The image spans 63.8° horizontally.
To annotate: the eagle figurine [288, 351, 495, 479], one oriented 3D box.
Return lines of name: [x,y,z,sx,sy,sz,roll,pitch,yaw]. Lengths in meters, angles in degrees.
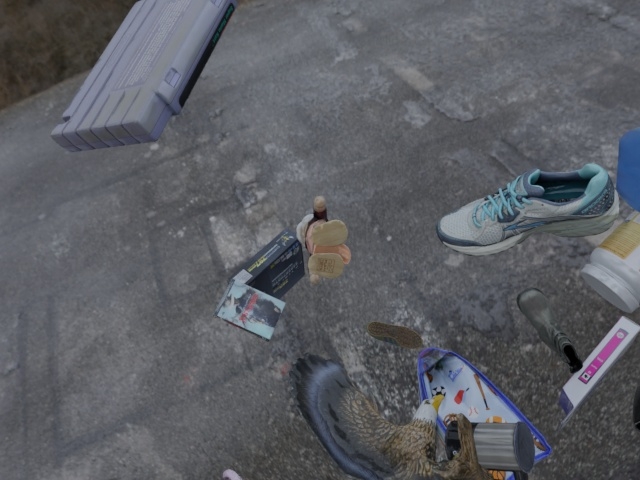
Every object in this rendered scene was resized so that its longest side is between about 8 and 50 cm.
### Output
eagle figurine: [0.099,0.294,0.733,0.298,0.225,0.227,3,94,41]

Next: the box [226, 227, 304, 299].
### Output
box: [-0.143,0.102,1.419,0.059,0.184,0.232,33,59,26]

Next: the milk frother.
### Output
milk frother: [0.325,0.374,0.944,0.134,0.129,0.143,-15,13,40]

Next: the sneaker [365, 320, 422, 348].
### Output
sneaker: [0.237,0.309,1.706,0.192,0.086,0.064,18,79,-6]

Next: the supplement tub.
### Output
supplement tub: [0.643,0.032,1.030,0.200,0.144,0.144,-46,51,6]

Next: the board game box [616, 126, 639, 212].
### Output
board game box: [0.597,-0.125,0.913,0.033,0.169,0.133,-20,27,-17]

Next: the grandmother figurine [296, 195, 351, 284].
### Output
grandmother figurine: [0.000,0.000,1.213,0.103,0.208,0.342,14,10,-8]

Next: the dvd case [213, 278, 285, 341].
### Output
dvd case: [-0.138,0.135,1.010,0.119,0.013,0.087,25,57,-1]

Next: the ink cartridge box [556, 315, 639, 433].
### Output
ink cartridge box: [0.803,0.403,1.530,0.069,0.176,0.371,37,79,33]

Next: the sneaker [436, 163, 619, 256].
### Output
sneaker: [0.320,-0.062,0.831,0.282,0.122,0.110,-14,53,23]

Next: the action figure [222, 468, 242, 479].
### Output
action figure: [-0.095,0.760,1.300,0.369,0.248,0.276,10,59,-3]

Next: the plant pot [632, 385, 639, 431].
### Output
plant pot: [1.043,0.495,1.507,0.187,0.188,0.167,39,32,-5]

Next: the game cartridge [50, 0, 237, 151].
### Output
game cartridge: [-0.273,-0.301,0.840,0.230,0.068,0.355,4,62,30]

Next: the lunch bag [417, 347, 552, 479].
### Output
lunch bag: [0.410,0.501,1.450,0.238,0.328,0.386,-35,62,-6]

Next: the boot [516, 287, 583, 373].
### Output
boot: [0.661,0.253,1.456,0.083,0.247,0.161,-35,24,9]
